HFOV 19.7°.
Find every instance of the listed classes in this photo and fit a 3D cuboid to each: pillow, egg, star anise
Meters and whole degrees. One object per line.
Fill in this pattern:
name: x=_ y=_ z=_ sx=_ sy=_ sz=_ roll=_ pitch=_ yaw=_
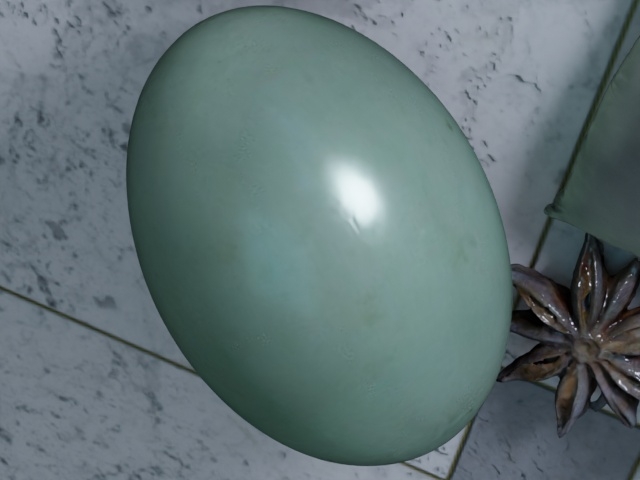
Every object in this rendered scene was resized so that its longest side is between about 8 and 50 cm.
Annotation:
pillow: x=0.278 y=-0.079 z=1.389 sx=0.144 sy=0.078 sz=0.254 roll=28 pitch=126 yaw=7
egg: x=0.000 y=0.000 z=1.432 sx=0.276 sy=0.276 sz=0.389 roll=-19 pitch=110 yaw=31
star anise: x=0.228 y=0.074 z=1.519 sx=0.195 sy=0.065 sz=0.182 roll=-9 pitch=112 yaw=32
